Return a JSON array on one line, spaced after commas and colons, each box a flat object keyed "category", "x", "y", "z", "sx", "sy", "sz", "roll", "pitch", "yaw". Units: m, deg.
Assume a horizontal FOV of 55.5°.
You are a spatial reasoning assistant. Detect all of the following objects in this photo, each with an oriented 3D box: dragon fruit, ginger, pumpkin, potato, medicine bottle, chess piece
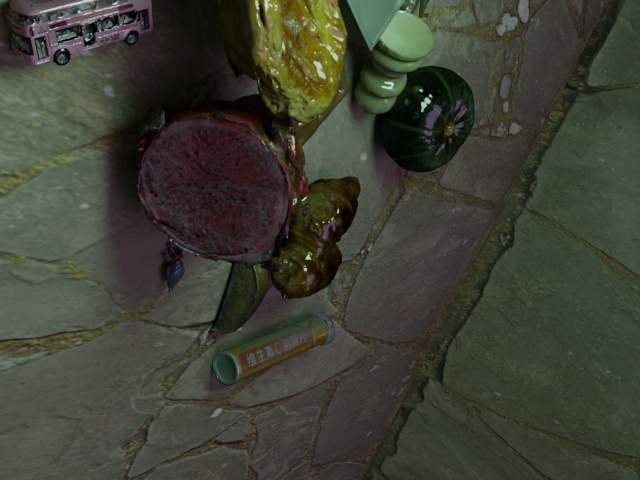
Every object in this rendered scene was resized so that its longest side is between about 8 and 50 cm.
[{"category": "dragon fruit", "x": -0.167, "y": -0.129, "z": 1.124, "sx": 0.263, "sy": 0.296, "sz": 0.314, "roll": -79, "pitch": 170, "yaw": -59}, {"category": "ginger", "x": 0.004, "y": -0.010, "z": 1.569, "sx": 0.274, "sy": 0.152, "sz": 0.357, "roll": 21, "pitch": 87, "yaw": -64}, {"category": "pumpkin", "x": 0.290, "y": -0.342, "z": 1.696, "sx": 0.300, "sy": 0.207, "sz": 0.300, "roll": -26, "pitch": 137, "yaw": -27}, {"category": "potato", "x": -0.170, "y": 0.132, "z": 1.502, "sx": 0.120, "sy": 0.100, "sz": 0.261, "roll": -10, "pitch": 125, "yaw": -54}, {"category": "medicine bottle", "x": -0.122, "y": 0.307, "z": 1.744, "sx": 0.426, "sy": 0.108, "sz": 0.108, "roll": -14, "pitch": 128, "yaw": -52}, {"category": "chess piece", "x": 0.155, "y": -0.405, "z": 1.453, "sx": 0.144, "sy": 0.144, "sz": 0.251, "roll": -43, "pitch": 171, "yaw": -28}]

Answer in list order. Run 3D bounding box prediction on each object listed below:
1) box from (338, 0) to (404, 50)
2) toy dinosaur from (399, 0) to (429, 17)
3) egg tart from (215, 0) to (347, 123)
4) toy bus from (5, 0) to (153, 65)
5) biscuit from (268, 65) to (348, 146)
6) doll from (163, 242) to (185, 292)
[{"category": "box", "x": 0.087, "y": -0.558, "z": 1.245, "sx": 0.225, "sy": 0.117, "sz": 0.225, "roll": -56, "pitch": 153, "yaw": -4}, {"category": "toy dinosaur", "x": 0.222, "y": -0.603, "z": 1.465, "sx": 0.294, "sy": 0.077, "sz": 0.162, "roll": -46, "pitch": 149, "yaw": -30}, {"category": "egg tart", "x": -0.066, "y": -0.361, "z": 0.970, "sx": 0.352, "sy": 0.150, "sz": 0.352, "roll": 3, "pitch": 90, "yaw": -70}, {"category": "toy bus", "x": -0.331, "y": -0.311, "z": 0.853, "sx": 0.203, "sy": 0.063, "sz": 0.090, "roll": -35, "pitch": 149, "yaw": -36}, {"category": "biscuit", "x": -0.050, "y": -0.296, "z": 1.351, "sx": 0.325, "sy": 0.044, "sz": 0.217, "roll": -51, "pitch": 149, "yaw": -16}, {"category": "doll", "x": -0.305, "y": 0.057, "z": 1.277, "sx": 0.057, "sy": 0.039, "sz": 0.114, "roll": -83, "pitch": -179, "yaw": -73}]
